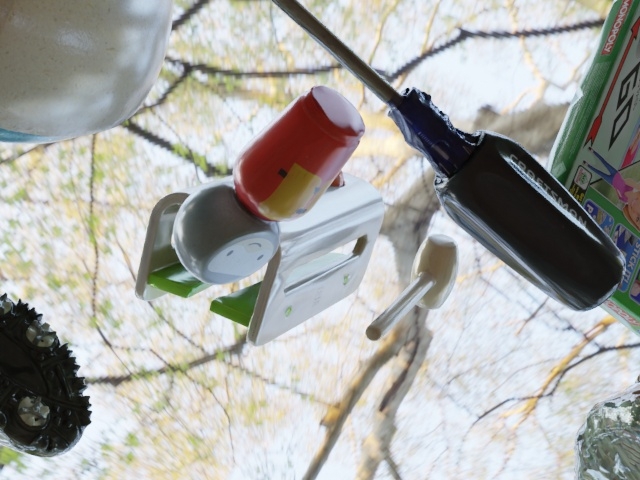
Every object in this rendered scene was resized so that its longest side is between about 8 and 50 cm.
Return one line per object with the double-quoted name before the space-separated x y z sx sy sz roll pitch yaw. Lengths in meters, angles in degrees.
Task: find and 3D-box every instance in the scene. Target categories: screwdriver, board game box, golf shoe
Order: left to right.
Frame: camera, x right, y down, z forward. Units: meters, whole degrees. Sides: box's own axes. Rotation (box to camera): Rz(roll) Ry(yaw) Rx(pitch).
"golf shoe" -0.292 0.088 1.058 0.273 0.120 0.105 34 -142 12
"screwdriver" 0.009 -0.043 0.312 0.170 0.024 0.025 45 -110 -16
"board game box" 0.338 -0.084 1.433 0.213 0.046 0.317 33 -108 -29

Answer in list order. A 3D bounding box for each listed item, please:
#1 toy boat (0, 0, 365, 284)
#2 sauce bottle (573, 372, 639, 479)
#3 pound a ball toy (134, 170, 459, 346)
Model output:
"toy boat" -0.133 -0.100 0.815 0.318 0.267 0.148 36 -60 -15
"sauce bottle" 0.250 0.025 0.522 0.344 0.111 0.111 -30 -101 -25
"pound a ball toy" 0.000 0.000 1.291 0.208 0.319 0.135 21 -73 18
